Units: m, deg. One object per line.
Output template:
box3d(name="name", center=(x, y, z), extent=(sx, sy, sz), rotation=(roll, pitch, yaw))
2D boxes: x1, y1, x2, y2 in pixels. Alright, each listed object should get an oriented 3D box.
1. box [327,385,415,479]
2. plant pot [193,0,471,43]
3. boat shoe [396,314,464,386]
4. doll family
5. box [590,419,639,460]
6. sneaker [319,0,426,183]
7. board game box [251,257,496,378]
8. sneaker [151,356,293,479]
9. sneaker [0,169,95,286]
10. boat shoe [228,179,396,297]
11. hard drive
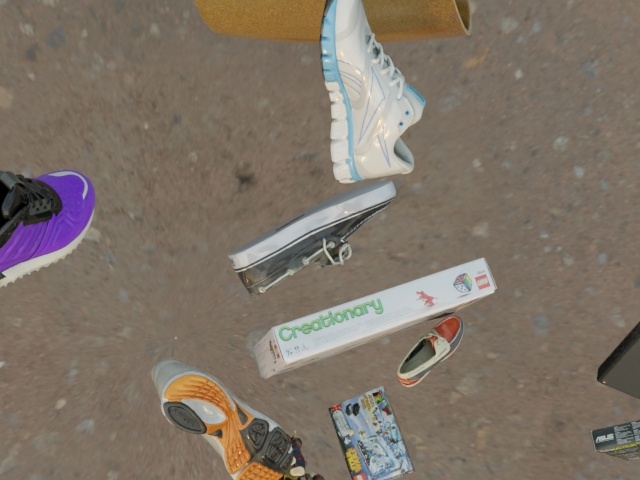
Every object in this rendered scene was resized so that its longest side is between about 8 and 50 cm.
box3d(name="box", center=(0.076, 0.302, 1.493), extent=(0.094, 0.027, 0.137), rotation=(-23, 64, 7))
box3d(name="plant pot", center=(0.002, -0.291, 0.978), extent=(0.254, 0.237, 0.237), rotation=(-11, 86, 17))
box3d(name="boat shoe", center=(0.165, 0.161, 1.475), extent=(0.137, 0.043, 0.049), rotation=(-45, 58, -12))
box3d(name="doll family", center=(-0.051, 0.363, 1.605), extent=(0.076, 0.111, 0.193), rotation=(-19, 104, 11))
box3d(name="box", center=(0.607, 0.351, 1.764), extent=(0.190, 0.184, 0.045), rotation=(-21, 61, 30))
box3d(name="sneaker", center=(0.047, -0.134, 0.832), extent=(0.083, 0.191, 0.071), rotation=(2, 40, 15))
box3d(name="board game box", center=(0.067, 0.110, 1.344), extent=(0.305, 0.193, 0.053), rotation=(-17, 80, -16))
box3d(name="sneaker", center=(-0.138, 0.248, 1.391), extent=(0.099, 0.121, 0.262), rotation=(-43, 123, -6))
box3d(name="sneaker", center=(-0.372, -0.033, 1.202), extent=(0.102, 0.146, 0.293), rotation=(34, 41, 11))
box3d(name="boat shoe", center=(0.000, 0.001, 1.665), extent=(0.306, 0.113, 0.105), rotation=(-28, 99, -1))
box3d(name="hard drive", center=(0.346, 0.130, 0.935), extent=(0.135, 0.094, 0.022), rotation=(22, 48, 0))
